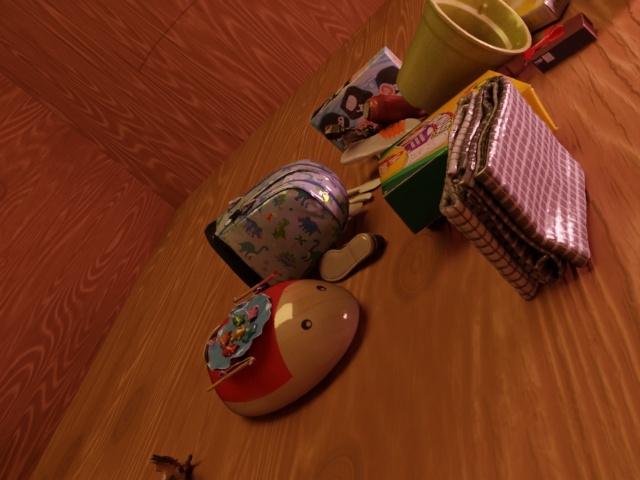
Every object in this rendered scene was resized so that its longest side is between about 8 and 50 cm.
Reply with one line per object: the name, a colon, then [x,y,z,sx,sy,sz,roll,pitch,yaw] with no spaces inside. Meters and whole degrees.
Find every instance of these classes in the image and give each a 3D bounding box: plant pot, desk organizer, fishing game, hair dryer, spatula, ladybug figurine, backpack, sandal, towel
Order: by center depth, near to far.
towel: [0.299,-0.091,0.971,0.121,0.235,0.284,-28,29,39]
fishing game: [-0.173,0.180,1.301,0.189,0.041,0.264,-34,26,31]
desk organizer: [0.513,-0.420,1.361,0.130,0.047,0.050,-31,42,43]
ladybug figurine: [-0.108,0.219,1.388,0.449,0.162,0.305,-33,26,39]
plant pot: [0.318,-0.448,1.551,0.254,0.276,0.276,-57,10,45]
backpack: [-0.083,-0.036,1.612,0.355,0.290,0.273,-42,8,4]
sandal: [0.177,-0.249,1.736,0.265,0.076,0.102,-16,40,38]
spatula: [0.063,-0.101,1.770,0.242,0.019,0.168,-13,36,52]
hair dryer: [0.169,-0.331,1.793,0.293,0.223,0.080,-19,71,22]

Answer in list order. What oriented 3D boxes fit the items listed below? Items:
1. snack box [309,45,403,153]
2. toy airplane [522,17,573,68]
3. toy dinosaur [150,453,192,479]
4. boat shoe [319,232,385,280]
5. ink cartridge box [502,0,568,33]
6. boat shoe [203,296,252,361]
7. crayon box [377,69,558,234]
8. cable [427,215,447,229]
snack box: [0.143,-0.409,1.943,0.322,0.187,0.060,-39,23,30]
toy airplane: [0.516,-0.455,1.461,0.151,0.028,0.151,-42,22,21]
toy dinosaur: [-0.329,0.555,1.331,0.200,0.127,0.295,-47,24,-12]
boat shoe: [0.074,0.040,1.505,0.065,0.075,0.206,-10,-18,-40]
ink cartridge box: [0.537,-0.632,1.682,0.307,0.072,0.303,-12,43,57]
boat shoe: [-0.229,0.246,1.718,0.228,0.081,0.068,-49,15,-6]
crayon box: [0.269,-0.194,1.285,0.313,0.106,0.363,-38,13,14]
cable: [0.262,-0.091,1.338,0.150,0.047,0.184,-44,16,2]
